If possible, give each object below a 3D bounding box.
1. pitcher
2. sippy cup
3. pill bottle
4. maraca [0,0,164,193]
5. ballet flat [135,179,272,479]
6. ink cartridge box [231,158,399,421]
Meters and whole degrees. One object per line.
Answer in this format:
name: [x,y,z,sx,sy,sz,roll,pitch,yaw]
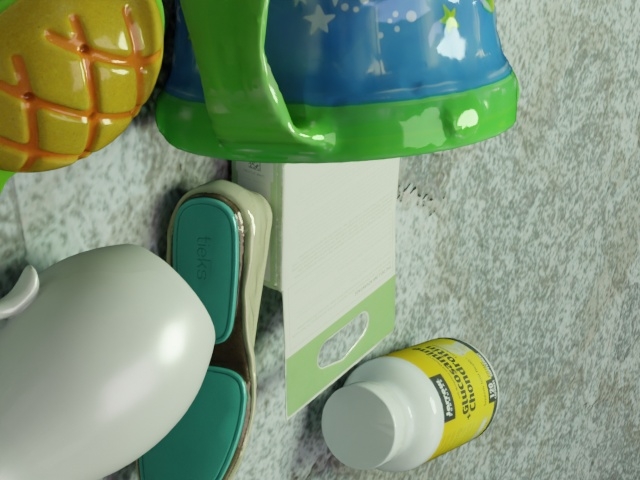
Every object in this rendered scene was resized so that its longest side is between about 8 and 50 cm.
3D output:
pitcher: [-0.174,0.078,0.909,0.207,0.125,0.178,-43,125,-25]
sippy cup: [0.007,-0.180,0.975,0.240,0.305,0.224,-7,106,-13]
pill bottle: [0.080,0.150,1.383,0.184,0.103,0.103,-12,115,-58]
maraca: [-0.164,-0.083,0.849,0.185,0.099,0.127,-41,144,-2]
ballet flat: [-0.078,0.077,1.107,0.086,0.086,0.248,-8,111,-58]
ink cartridge box: [0.000,0.000,1.214,0.171,0.056,0.235,-35,136,-47]
